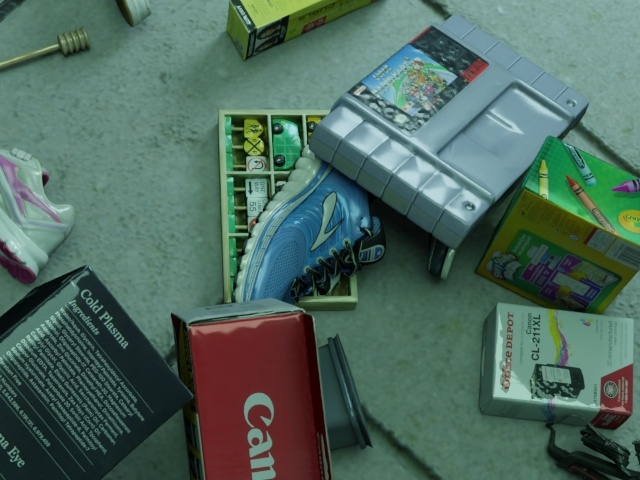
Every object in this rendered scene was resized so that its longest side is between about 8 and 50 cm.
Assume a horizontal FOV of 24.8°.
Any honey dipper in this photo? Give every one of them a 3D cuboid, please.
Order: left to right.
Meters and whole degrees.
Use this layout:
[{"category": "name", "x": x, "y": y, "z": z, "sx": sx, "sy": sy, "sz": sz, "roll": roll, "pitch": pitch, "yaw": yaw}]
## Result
[{"category": "honey dipper", "x": -0.381, "y": -0.241, "z": 1.905, "sx": 0.161, "sy": 0.030, "sz": 0.030, "roll": -20, "pitch": 72, "yaw": -12}]

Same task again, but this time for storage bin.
[{"category": "storage bin", "x": 0.000, "y": 0.194, "z": 1.739, "sx": 0.091, "sy": 0.098, "sz": 0.135, "roll": -17, "pitch": 50, "yaw": 2}]

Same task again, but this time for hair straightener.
[{"category": "hair straightener", "x": 0.363, "y": 0.264, "z": 1.727, "sx": 0.230, "sy": 0.089, "sz": 0.047, "roll": 30, "pitch": 24, "yaw": 36}]

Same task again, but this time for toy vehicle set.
[{"category": "toy vehicle set", "x": -0.045, "y": -0.040, "z": 1.856, "sx": 0.166, "sy": 0.035, "sz": 0.267, "roll": -1, "pitch": 69, "yaw": -7}]

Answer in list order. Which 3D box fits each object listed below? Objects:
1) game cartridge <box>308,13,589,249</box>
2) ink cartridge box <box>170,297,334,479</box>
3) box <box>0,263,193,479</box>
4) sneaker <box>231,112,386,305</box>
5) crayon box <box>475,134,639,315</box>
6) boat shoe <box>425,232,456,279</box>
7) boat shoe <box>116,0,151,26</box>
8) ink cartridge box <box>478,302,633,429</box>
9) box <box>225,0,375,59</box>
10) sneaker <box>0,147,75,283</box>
[{"category": "game cartridge", "x": 0.166, "y": -0.150, "z": 1.811, "sx": 0.230, "sy": 0.068, "sz": 0.355, "roll": 38, "pitch": 45, "yaw": 9}, {"category": "ink cartridge box", "x": -0.070, "y": 0.225, "z": 1.539, "sx": 0.130, "sy": 0.272, "sz": 0.309, "roll": -7, "pitch": 91, "yaw": -10}, {"category": "box", "x": -0.341, "y": 0.199, "z": 1.547, "sx": 0.312, "sy": 0.343, "sz": 0.179, "roll": -41, "pitch": 99, "yaw": -18}, {"category": "sneaker", "x": 0.000, "y": 0.000, "z": 1.756, "sx": 0.147, "sy": 0.130, "sz": 0.330, "roll": 27, "pitch": 68, "yaw": 7}, {"category": "crayon box", "x": 0.299, "y": -0.004, "z": 1.747, "sx": 0.165, "sy": 0.278, "sz": 0.081, "roll": 26, "pitch": 68, "yaw": 4}, {"category": "boat shoe", "x": 0.149, "y": -0.070, "z": 1.857, "sx": 0.079, "sy": 0.095, "sz": 0.254, "roll": 11, "pitch": 66, "yaw": -3}, {"category": "boat shoe", "x": -0.250, "y": -0.416, "z": 1.950, "sx": 0.096, "sy": 0.098, "sz": 0.277, "roll": -11, "pitch": 69, "yaw": -9}, {"category": "ink cartridge box", "x": 0.290, "y": 0.155, "z": 1.795, "sx": 0.175, "sy": 0.072, "sz": 0.127, "roll": 7, "pitch": 69, "yaw": -4}, {"category": "box", "x": -0.011, "y": -0.324, "z": 1.947, "sx": 0.232, "sy": 0.087, "sz": 0.058, "roll": -27, "pitch": 76, "yaw": -16}, {"category": "sneaker", "x": -0.399, "y": -0.070, "z": 1.804, "sx": 0.111, "sy": 0.103, "sz": 0.252, "roll": -39, "pitch": 83, "yaw": -22}]
